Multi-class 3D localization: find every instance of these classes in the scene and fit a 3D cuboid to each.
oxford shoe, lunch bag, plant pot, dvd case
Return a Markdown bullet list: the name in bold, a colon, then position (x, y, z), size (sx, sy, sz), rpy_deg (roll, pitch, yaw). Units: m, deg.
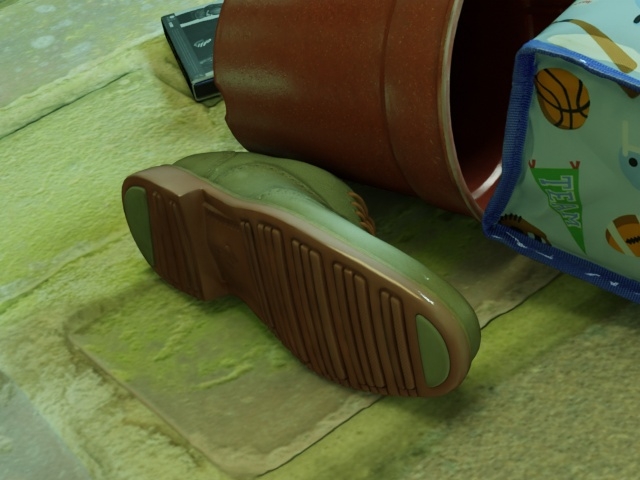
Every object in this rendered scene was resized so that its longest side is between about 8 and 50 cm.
- **oxford shoe**: position (0.000, 0.000, 1.215), size (0.146, 0.140, 0.397), rpy_deg (-28, 38, -31)
- **lunch bag**: position (0.374, -0.086, 1.142), size (0.385, 0.239, 0.328), rpy_deg (27, 48, 22)
- **plant pot**: position (0.068, -0.156, 1.309), size (0.265, 0.272, 0.272), rpy_deg (9, 40, 35)
- **dvd case**: position (-0.045, -0.236, 1.661), size (0.238, 0.030, 0.179), rpy_deg (-17, 34, -8)
